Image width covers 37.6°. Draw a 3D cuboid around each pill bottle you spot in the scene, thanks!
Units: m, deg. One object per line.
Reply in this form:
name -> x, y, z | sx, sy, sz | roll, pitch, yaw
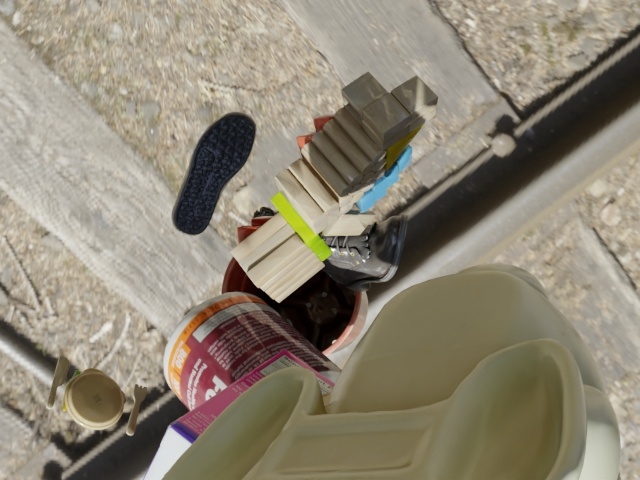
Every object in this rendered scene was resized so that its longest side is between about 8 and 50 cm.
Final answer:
pill bottle -> -0.069, 0.265, 1.505 | 0.224, 0.392, 0.224 | -20, 126, -29

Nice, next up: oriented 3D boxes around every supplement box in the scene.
supplement box -> -0.054, 0.194, 0.812 | 0.114, 0.220, 0.111 | 33, 110, 15

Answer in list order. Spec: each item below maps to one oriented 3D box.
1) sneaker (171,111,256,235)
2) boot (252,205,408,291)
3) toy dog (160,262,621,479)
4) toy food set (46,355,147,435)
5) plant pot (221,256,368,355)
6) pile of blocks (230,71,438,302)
sneaker -> -0.185, -0.117, 1.557 | 0.084, 0.097, 0.234 | 29, 107, -14
boot -> 0.000, 0.000, 1.511 | 0.229, 0.091, 0.263 | 20, 151, -13
toy dog -> 0.118, 0.254, 0.688 | 0.285, 0.395, 0.407 | -16, 110, 25
toy food set -> -0.455, 0.320, 1.892 | 0.192, 0.132, 0.038 | 25, 139, -21
plant pot -> -0.025, 0.121, 1.877 | 0.273, 0.265, 0.272 | -3, 79, 14
pile of blocks -> 0.010, -0.081, 1.219 | 0.362, 0.112, 0.149 | -49, 155, 22
